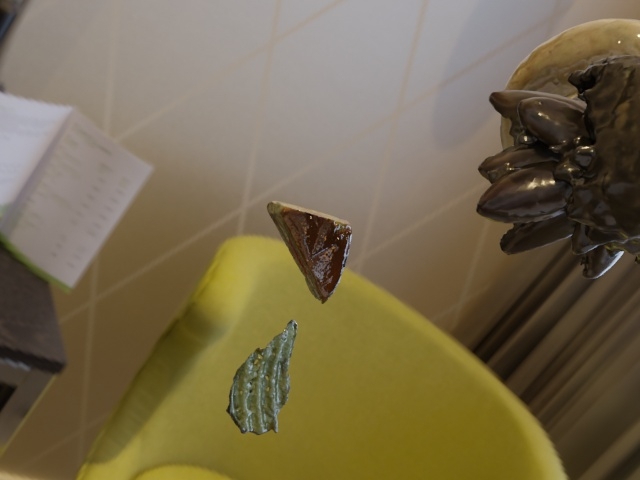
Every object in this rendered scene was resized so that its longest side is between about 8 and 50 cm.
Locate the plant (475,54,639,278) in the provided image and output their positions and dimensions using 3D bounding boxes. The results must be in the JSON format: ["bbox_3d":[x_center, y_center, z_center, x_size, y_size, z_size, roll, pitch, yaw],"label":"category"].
[{"bbox_3d":[0.275,-0.076,0.936,0.182,0.194,0.321,22,-14,-34],"label":"plant"}]

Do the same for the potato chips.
[{"bbox_3d":[-0.083,0.201,1.534,0.092,0.207,0.028,-3,36,-21],"label":"potato chips"}]

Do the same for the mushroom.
[{"bbox_3d":[0.368,-0.156,1.438,0.297,0.297,0.290,45,27,21],"label":"mushroom"}]

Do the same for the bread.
[{"bbox_3d":[0.000,0.000,0.989,0.043,0.062,0.109,33,-30,62],"label":"bread"}]
